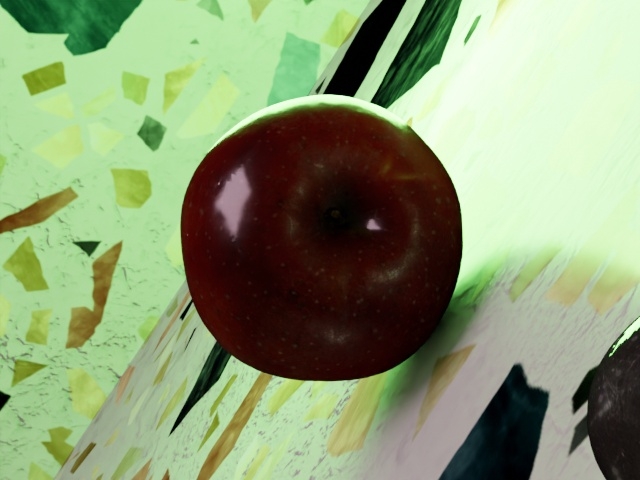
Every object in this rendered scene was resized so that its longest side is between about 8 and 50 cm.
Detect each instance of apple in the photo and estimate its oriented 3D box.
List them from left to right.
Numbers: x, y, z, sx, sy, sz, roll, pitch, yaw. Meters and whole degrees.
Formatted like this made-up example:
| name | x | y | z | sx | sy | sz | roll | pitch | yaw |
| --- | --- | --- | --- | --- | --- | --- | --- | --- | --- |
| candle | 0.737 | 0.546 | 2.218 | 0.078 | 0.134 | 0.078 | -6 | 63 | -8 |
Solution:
| name | x | y | z | sx | sy | sz | roll | pitch | yaw |
| --- | --- | --- | --- | --- | --- | --- | --- | --- | --- |
| apple | 0.000 | 0.000 | 1.281 | 0.218 | 0.218 | 0.201 | -62 | -5 | -19 |

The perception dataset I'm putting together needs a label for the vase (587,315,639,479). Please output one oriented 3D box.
| name | x | y | z | sx | sy | sz | roll | pitch | yaw |
| --- | --- | --- | --- | --- | --- | --- | --- | --- | --- |
| vase | 0.153 | 0.106 | 0.612 | 0.120 | 0.120 | 0.183 | 139 | 145 | -58 |
